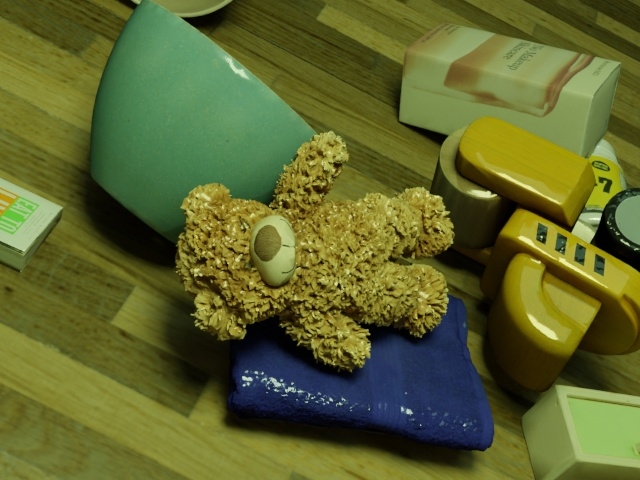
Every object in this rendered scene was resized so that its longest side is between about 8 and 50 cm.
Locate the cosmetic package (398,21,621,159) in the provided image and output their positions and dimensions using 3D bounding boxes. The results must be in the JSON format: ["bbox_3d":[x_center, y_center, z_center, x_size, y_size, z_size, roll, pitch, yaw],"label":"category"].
[{"bbox_3d":[0.287,-0.228,1.373,0.296,0.129,0.153,20,38,23],"label":"cosmetic package"}]

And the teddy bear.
[{"bbox_3d":[0.019,0.018,0.945,0.338,0.113,0.245,24,85,-34],"label":"teddy bear"}]

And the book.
[{"bbox_3d":[-0.380,-0.035,1.010,0.144,0.035,0.096,25,40,-3],"label":"book"}]

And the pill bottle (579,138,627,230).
[{"bbox_3d":[0.408,-0.059,1.362,0.119,0.119,0.208,21,44,-8],"label":"pill bottle"}]

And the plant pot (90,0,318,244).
[{"bbox_3d":[-0.154,-0.110,1.044,0.290,0.290,0.195,39,88,10],"label":"plant pot"}]

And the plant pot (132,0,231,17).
[{"bbox_3d":[-0.200,-0.515,1.403,0.257,0.256,0.274,22,29,-8],"label":"plant pot"}]

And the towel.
[{"bbox_3d":[0.039,0.135,1.042,0.308,0.076,0.227,13,39,-15],"label":"towel"}]

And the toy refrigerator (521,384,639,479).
[{"bbox_3d":[0.394,0.254,1.091,0.270,0.094,0.102,11,47,-18],"label":"toy refrigerator"}]

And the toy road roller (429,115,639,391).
[{"bbox_3d":[0.256,0.029,1.101,0.330,0.202,0.240,31,63,15],"label":"toy road roller"}]

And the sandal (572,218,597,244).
[{"bbox_3d":[0.288,0.003,1.282,0.240,0.079,0.088,11,73,9],"label":"sandal"}]
